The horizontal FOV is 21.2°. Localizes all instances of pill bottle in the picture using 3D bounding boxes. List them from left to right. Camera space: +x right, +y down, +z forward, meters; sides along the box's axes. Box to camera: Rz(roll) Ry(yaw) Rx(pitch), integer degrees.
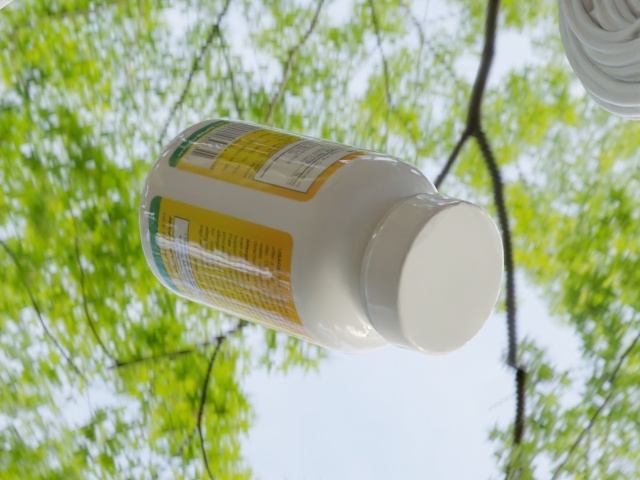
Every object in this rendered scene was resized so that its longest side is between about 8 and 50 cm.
[{"bbox_3d":[0.000,0.000,0.998,0.208,0.117,0.117,15,-116,44],"label":"pill bottle"}]

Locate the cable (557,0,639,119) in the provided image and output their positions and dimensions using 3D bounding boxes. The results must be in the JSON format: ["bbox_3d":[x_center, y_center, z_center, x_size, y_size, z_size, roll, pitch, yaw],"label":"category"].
[{"bbox_3d":[0.256,-0.206,1.189,0.089,0.257,0.257,11,-106,-23],"label":"cable"}]

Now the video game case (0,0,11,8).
[{"bbox_3d":[-0.291,-0.186,1.141,0.190,0.022,0.173,-36,-120,-8],"label":"video game case"}]
